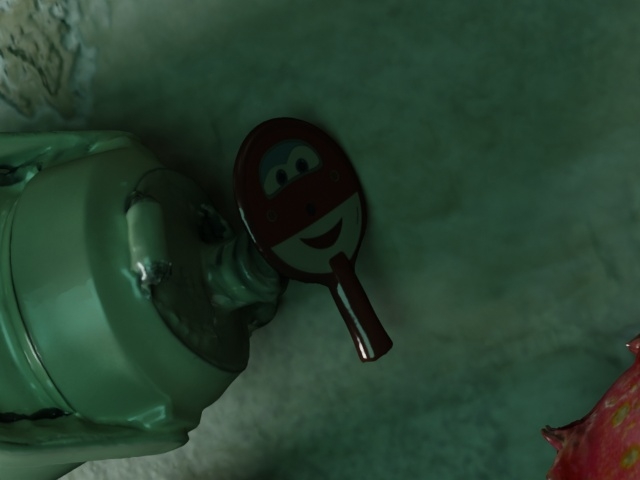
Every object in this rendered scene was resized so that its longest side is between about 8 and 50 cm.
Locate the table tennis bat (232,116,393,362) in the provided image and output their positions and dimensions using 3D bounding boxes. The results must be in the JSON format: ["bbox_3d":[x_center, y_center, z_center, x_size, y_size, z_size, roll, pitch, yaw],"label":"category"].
[{"bbox_3d":[0.000,0.000,0.949,0.019,0.098,0.154,-20,99,46],"label":"table tennis bat"}]

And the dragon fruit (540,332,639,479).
[{"bbox_3d":[0.231,0.133,0.837,0.268,0.205,0.210,-32,84,26],"label":"dragon fruit"}]

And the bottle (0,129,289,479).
[{"bbox_3d":[-0.196,0.058,0.963,0.352,0.229,0.229,-18,96,22],"label":"bottle"}]
